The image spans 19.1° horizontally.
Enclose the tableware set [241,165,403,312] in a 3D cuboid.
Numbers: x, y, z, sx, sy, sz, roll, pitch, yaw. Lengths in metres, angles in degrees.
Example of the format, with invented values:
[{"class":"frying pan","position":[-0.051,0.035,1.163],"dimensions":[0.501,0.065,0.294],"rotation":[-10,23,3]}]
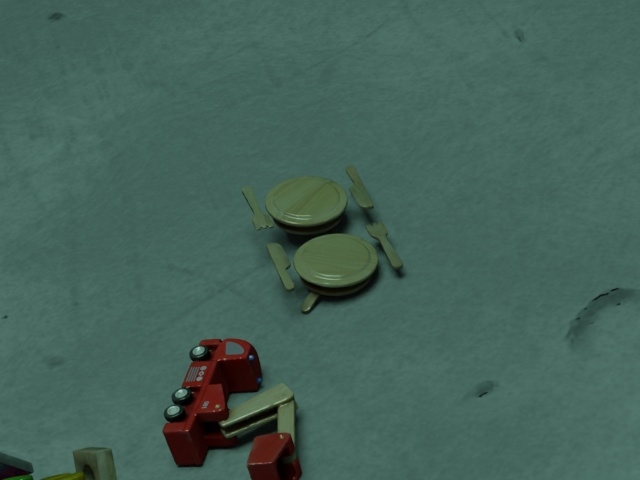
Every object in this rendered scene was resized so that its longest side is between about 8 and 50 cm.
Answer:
[{"class":"tableware set","position":[0.000,0.000,1.966],"dimensions":[0.128,0.039,0.194],"rotation":[-11,38,-11]}]

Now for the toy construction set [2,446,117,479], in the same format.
[{"class":"toy construction set","position":[-0.170,0.248,1.265],"dimensions":[0.237,0.257,0.309],"rotation":[-6,61,-39]}]

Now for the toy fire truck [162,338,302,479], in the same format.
[{"class":"toy fire truck","position":[-0.072,0.160,1.758],"dimensions":[0.135,0.047,0.192],"rotation":[-4,35,19]}]

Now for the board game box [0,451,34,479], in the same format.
[{"class":"board game box","position":[-0.449,0.259,1.575],"dimensions":[0.390,0.050,0.390],"rotation":[-19,-10,-2]}]
